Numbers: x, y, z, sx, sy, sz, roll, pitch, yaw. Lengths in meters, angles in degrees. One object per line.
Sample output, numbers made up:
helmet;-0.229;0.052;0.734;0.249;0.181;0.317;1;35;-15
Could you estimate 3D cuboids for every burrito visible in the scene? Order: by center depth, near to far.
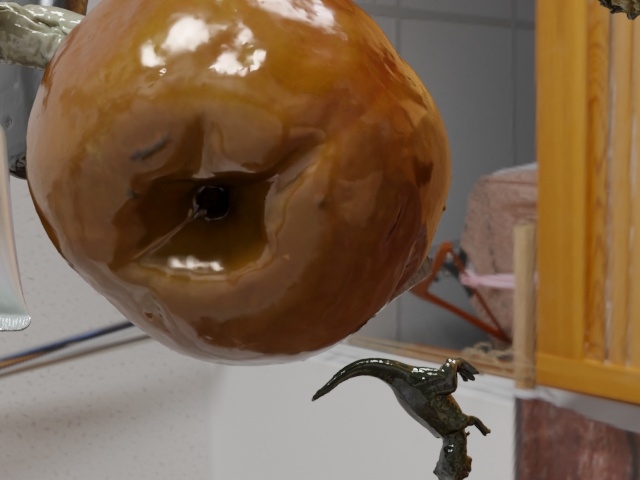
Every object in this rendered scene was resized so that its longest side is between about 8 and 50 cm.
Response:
burrito;-0.404;-0.258;1.087;0.117;0.392;0.076;-40;-39;-69

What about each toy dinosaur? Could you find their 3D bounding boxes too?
toy dinosaur;0.109;0.203;1.004;0.179;0.087;0.187;-17;-108;-47

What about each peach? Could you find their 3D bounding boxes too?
peach;-0.064;-0.071;0.759;0.301;0.343;0.342;-67;-34;-59

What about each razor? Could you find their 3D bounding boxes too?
razor;-0.446;-0.273;1.425;0.114;0.204;0.348;14;-116;-44

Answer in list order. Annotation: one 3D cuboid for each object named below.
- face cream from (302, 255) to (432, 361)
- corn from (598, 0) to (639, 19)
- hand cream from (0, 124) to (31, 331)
face cream;0.000;0.000;1.194;0.225;0.249;0.249;-32;-51;0
corn;0.374;-0.369;1.033;0.318;0.115;0.115;59;-133;-68
hand cream;-0.431;-0.024;1.051;0.186;0.358;0.118;4;-50;-20
